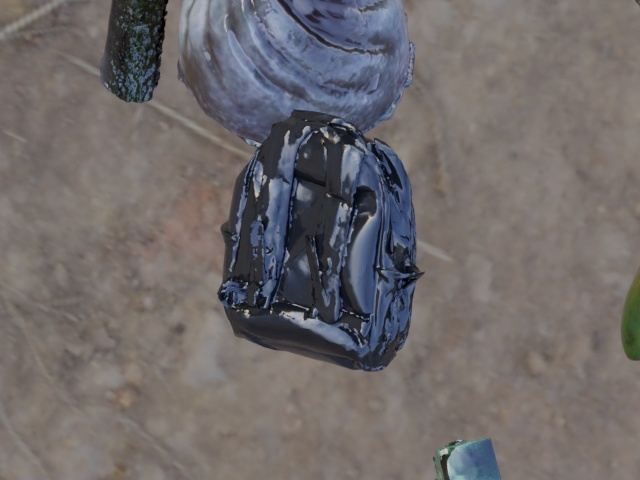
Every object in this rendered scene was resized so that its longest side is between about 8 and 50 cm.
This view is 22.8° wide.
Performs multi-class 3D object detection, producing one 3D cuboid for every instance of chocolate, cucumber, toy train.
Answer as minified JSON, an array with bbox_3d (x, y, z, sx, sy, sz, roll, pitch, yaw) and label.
[{"bbox_3d":[-0.026,-0.277,1.886,0.303,0.303,0.213,-46,162,-20],"label":"chocolate"},{"bbox_3d":[-0.185,-0.243,1.629,0.067,0.067,0.245,-30,156,-30],"label":"cucumber"},{"bbox_3d":[0.081,0.142,0.813,0.033,0.053,0.083,-14,78,-2],"label":"toy train"}]

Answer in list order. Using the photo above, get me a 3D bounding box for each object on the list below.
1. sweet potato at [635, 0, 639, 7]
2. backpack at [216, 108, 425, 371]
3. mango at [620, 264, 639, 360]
[{"bbox_3d":[0.185,-0.167,0.876,0.273,0.075,0.075,37,80,-41],"label":"sweet potato"},{"bbox_3d":[0.000,0.000,1.477,0.133,0.206,0.258,-38,139,-57],"label":"backpack"},{"bbox_3d":[0.393,0.017,1.704,0.237,0.091,0.137,-63,171,29],"label":"mango"}]
